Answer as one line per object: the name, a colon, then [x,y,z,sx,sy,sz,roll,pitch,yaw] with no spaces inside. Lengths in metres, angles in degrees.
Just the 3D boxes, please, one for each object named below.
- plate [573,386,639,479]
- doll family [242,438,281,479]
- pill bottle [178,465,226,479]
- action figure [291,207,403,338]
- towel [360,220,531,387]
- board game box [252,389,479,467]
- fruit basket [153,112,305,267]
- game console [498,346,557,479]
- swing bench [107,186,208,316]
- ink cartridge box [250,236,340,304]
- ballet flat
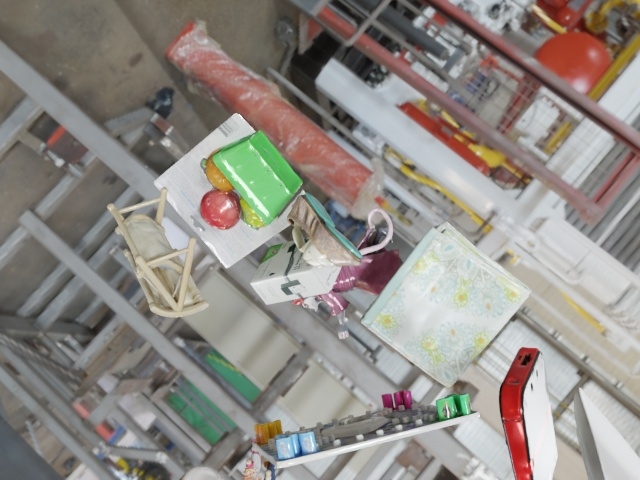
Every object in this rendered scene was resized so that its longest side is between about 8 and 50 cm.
plate: [0.517,0.429,1.136,0.045,0.278,0.277,-34,-160,25]
doll family: [-0.133,0.620,1.634,0.163,0.118,0.263,-78,176,-55]
pill bottle: [-0.397,0.796,1.966,0.278,0.162,0.162,-50,171,26]
action figure: [0.081,0.114,2.061,0.370,0.248,0.275,-21,140,-8]
towel: [0.339,0.177,1.850,0.374,0.320,0.090,-53,175,16]
board game box: [0.068,0.373,1.385,0.390,0.050,0.390,-10,171,-14]
fruit basket: [-0.239,-0.130,1.852,0.353,0.327,0.165,-33,-167,33]
game console: [0.524,0.472,1.680,0.060,0.342,0.386,-6,-173,27]
swing bench: [-0.430,0.044,1.792,0.165,0.253,0.254,-20,135,-21]
ink cartridge box: [-0.056,0.071,1.736,0.208,0.087,0.153,-14,-146,34]
ballet flat: [0.000,0.000,1.541,0.106,0.107,0.316,-47,-149,8]
